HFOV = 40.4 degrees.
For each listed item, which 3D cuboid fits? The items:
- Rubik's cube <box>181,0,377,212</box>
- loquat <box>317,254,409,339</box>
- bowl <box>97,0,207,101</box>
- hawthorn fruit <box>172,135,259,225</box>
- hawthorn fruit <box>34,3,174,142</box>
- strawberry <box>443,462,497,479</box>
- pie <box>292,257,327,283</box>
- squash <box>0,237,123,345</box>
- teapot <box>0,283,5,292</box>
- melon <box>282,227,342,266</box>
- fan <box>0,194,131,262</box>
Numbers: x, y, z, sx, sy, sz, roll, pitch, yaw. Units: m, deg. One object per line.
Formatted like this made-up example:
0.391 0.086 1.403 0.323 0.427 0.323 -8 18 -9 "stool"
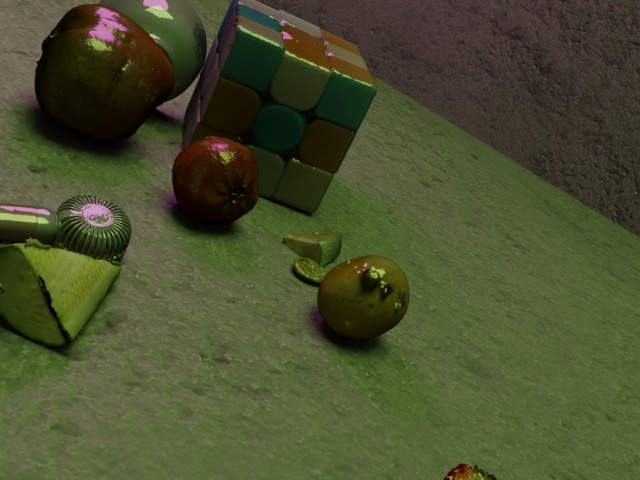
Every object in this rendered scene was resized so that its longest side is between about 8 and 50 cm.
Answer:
-0.108 -0.324 2.034 0.344 0.346 0.347 21 25 -16 "Rubik's cube"
0.081 0.100 1.589 0.172 0.204 0.149 -13 72 -15 "loquat"
-0.402 -0.428 2.003 0.289 0.289 0.146 18 26 -21 "bowl"
-0.217 -0.127 1.741 0.179 0.179 0.200 8 22 -37 "hawthorn fruit"
-0.438 -0.337 1.818 0.301 0.267 0.267 26 21 -32 "hawthorn fruit"
0.222 0.396 1.302 0.104 0.048 0.152 35 38 1 "strawberry"
-0.019 0.063 1.746 0.084 0.021 0.084 26 21 -11 "pie"
-0.397 0.034 1.301 0.093 0.169 0.252 -16 22 13 "squash"
-0.576 -0.025 1.111 0.424 0.252 0.280 12 60 11 "teapot"
0.006 0.003 1.878 0.098 0.054 0.182 22 19 26 "melon"
-0.433 -0.022 1.431 0.244 0.074 0.130 7 42 -29 "fan"
